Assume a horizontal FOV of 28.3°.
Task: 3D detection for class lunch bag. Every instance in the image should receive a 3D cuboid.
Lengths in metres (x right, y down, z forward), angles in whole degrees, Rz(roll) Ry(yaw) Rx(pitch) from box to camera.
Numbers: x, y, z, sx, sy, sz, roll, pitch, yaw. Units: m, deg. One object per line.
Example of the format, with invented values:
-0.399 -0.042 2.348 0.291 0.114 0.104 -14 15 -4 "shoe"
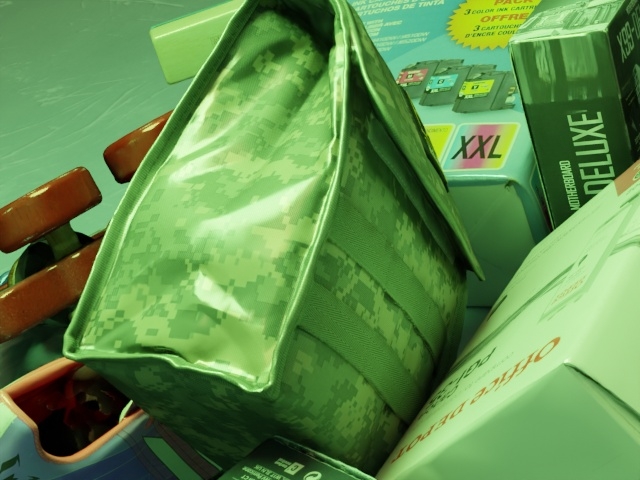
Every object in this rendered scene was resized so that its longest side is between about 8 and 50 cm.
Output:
0.000 0.000 0.816 0.169 0.235 0.287 6 65 27 "lunch bag"

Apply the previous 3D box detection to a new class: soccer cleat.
-0.126 0.117 0.855 0.109 0.116 0.318 42 27 18 "soccer cleat"

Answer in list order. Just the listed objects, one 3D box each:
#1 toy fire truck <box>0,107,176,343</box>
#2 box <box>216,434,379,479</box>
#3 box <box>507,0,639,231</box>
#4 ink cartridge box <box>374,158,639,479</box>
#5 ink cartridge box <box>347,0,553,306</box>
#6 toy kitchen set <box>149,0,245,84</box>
-0.197 0.014 1.174 0.302 0.169 0.254 -34 7 -29 "toy fire truck"
-0.043 0.229 0.649 0.207 0.153 0.108 -34 31 -30 "box"
0.258 -0.116 1.014 0.077 0.242 0.307 -2 32 32 "box"
0.174 0.068 0.756 0.283 0.117 0.207 -48 1 -44 "ink cartridge box"
0.126 -0.128 1.145 0.270 0.151 0.395 -1 42 30 "ink cartridge box"
-0.098 -0.161 1.354 0.122 0.207 0.166 -20 27 -5 "toy kitchen set"
